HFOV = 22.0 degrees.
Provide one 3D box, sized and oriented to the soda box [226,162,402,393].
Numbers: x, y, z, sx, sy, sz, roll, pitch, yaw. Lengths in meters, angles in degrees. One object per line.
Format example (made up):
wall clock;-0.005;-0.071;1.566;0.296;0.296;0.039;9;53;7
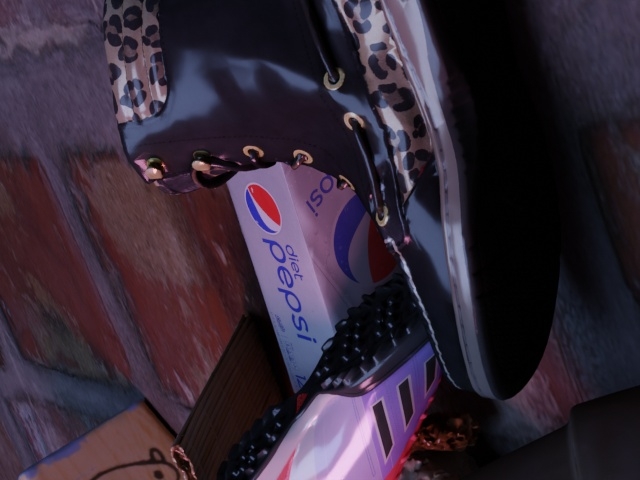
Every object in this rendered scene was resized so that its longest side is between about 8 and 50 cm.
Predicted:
soda box;0.000;0.000;1.394;0.098;0.091;0.286;13;126;52

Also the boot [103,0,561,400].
boot;0.005;-0.065;1.189;0.284;0.138;0.377;-5;110;35

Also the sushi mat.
sushi mat;-0.075;0.191;1.545;0.316;0.019;0.151;-65;-42;-69

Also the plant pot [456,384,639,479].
plant pot;0.133;0.281;1.106;0.323;0.280;0.323;-14;-90;-80

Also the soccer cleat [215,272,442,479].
soccer cleat;0.037;0.144;1.333;0.116;0.109;0.318;32;118;-16

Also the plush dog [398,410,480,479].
plush dog;0.117;0.271;1.390;0.225;0.210;0.262;-116;17;-51

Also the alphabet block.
alphabet block;-0.235;0.351;1.989;0.197;0.192;0.193;45;150;24
